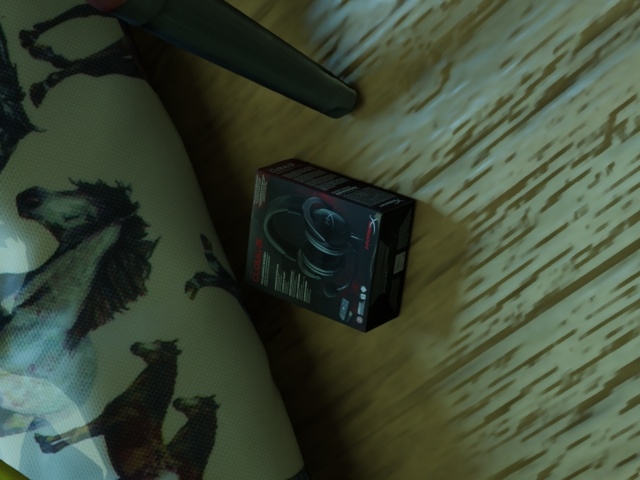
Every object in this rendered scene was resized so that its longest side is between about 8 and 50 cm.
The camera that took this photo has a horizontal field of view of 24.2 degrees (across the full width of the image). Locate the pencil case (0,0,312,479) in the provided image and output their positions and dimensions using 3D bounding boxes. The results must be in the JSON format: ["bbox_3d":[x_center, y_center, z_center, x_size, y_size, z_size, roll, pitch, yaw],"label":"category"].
[{"bbox_3d":[-0.132,0.040,0.738,0.410,0.183,0.160,68,160,0],"label":"pencil case"}]

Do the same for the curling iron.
[{"bbox_3d":[-0.091,-0.113,0.637,0.068,0.274,0.035,12,83,57],"label":"curling iron"}]

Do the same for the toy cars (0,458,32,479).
[{"bbox_3d":[-0.257,0.226,0.676,0.393,0.087,0.176,-19,91,21],"label":"toy cars"}]

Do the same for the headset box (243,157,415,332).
[{"bbox_3d":[0.000,0.000,0.724,0.083,0.032,0.062,21,114,30],"label":"headset box"}]
